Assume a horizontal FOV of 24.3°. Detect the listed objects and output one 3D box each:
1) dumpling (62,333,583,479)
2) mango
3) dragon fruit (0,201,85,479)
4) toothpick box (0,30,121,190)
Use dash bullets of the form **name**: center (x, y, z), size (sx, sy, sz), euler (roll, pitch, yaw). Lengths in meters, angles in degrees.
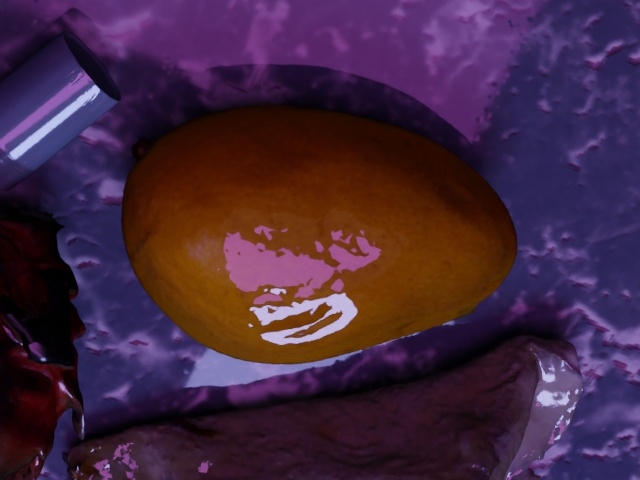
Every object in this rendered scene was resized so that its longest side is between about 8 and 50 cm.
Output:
- **dumpling**: center (0.011, 0.169, 0.915), size (0.332, 0.086, 0.166), euler (-14, 94, 5)
- **mango**: center (0.000, 0.000, 0.846), size (0.227, 0.109, 0.147), euler (8, 88, -8)
- **dragon fruit**: center (-0.216, 0.071, 0.823), size (0.182, 0.182, 0.188), euler (4, 107, -7)
- **toothpick box**: center (-0.159, -0.072, 0.829), size (0.083, 0.052, 0.052), euler (-37, 111, 9)
